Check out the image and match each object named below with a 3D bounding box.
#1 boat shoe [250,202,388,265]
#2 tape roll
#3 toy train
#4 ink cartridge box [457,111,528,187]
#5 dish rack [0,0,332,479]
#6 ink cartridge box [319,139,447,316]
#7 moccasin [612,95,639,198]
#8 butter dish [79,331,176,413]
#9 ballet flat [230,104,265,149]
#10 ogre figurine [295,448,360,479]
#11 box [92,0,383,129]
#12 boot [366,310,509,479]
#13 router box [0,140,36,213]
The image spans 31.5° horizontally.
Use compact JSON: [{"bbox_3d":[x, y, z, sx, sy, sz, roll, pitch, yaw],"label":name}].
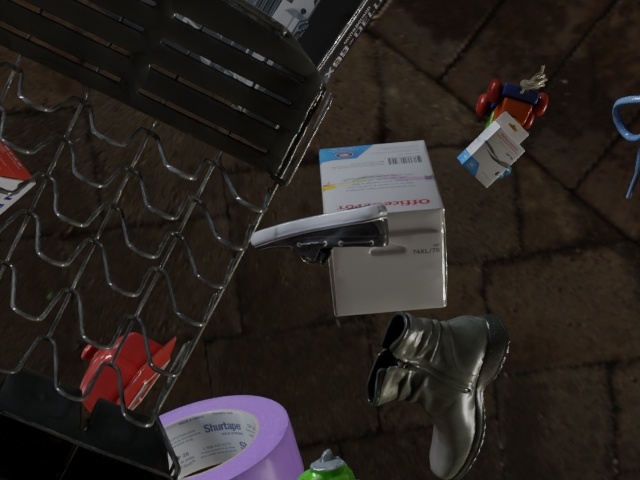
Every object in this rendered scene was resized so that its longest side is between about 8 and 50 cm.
[{"bbox_3d":[0.000,0.000,1.691,0.228,0.080,0.076,-12,92,23],"label":"boat shoe"},{"bbox_3d":[-0.164,0.320,1.574,0.274,0.275,0.090,-17,108,-2],"label":"tape roll"},{"bbox_3d":[0.330,-0.201,1.962,0.105,0.248,0.143,15,80,-2],"label":"toy train"},{"bbox_3d":[0.217,-0.113,1.406,0.048,0.028,0.083,40,102,-20],"label":"ink cartridge box"},{"bbox_3d":[-0.125,-0.011,0.568,0.208,0.074,0.272,24,105,-14],"label":"dish rack"},{"bbox_3d":[0.105,-0.026,1.981,0.198,0.270,0.197,-5,119,1],"label":"ink cartridge box"},{"bbox_3d":[0.272,-0.112,0.801,0.117,0.137,0.342,32,56,-42],"label":"moccasin"},{"bbox_3d":[-0.326,0.206,1.799,0.118,0.160,0.160,36,113,2],"label":"butter dish"},{"bbox_3d":[-0.064,-0.179,1.412,0.084,0.250,0.058,33,71,1],"label":"ballet flat"},{"bbox_3d":[0.022,0.266,0.980,0.197,0.097,0.118,37,75,-7],"label":"ogre figurine"},{"bbox_3d":[-0.089,-0.281,1.062,0.307,0.076,0.242,37,97,8],"label":"box"},{"bbox_3d":[0.126,0.191,1.405,0.161,0.083,0.247,1,117,-22],"label":"boot"},{"bbox_3d":[-0.471,0.008,1.064,0.335,0.301,0.082,-40,82,8],"label":"router box"}]
